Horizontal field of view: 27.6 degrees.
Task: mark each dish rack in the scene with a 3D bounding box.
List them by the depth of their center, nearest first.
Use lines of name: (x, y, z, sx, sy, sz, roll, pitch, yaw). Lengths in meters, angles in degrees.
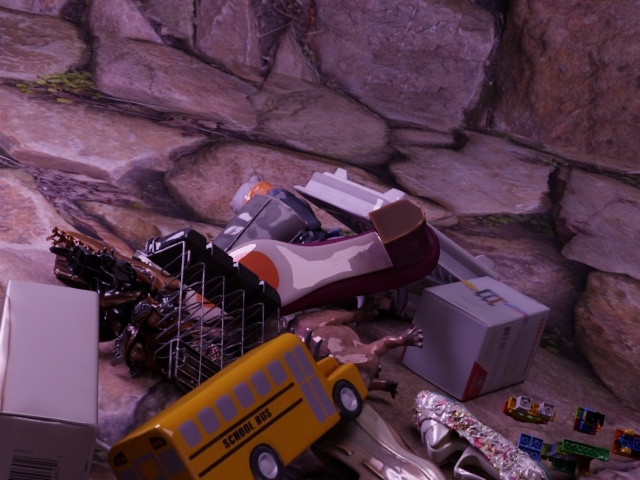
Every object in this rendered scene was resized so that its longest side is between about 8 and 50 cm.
dish rack: (-0.128, 0.126, 1.631, 0.208, 0.074, 0.272, 37, 35, -35)
dish rack: (0.139, -0.011, 2.134, 0.333, 0.072, 0.285, 35, -6, -34)

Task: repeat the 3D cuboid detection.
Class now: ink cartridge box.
ink cartridge box: (0.233, 0.142, 1.951, 0.127, 0.128, 0.176, 30, 23, 35)

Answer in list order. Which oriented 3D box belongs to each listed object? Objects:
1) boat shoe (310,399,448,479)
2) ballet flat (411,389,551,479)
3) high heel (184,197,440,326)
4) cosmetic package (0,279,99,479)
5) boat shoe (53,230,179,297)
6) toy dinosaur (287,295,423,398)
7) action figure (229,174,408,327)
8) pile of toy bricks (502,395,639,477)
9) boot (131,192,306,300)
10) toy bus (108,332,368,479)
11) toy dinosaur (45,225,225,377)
boat shoe: (0.089, 0.295, 1.494, 0.098, 0.109, 0.302, -34, 38, -11)
ballet flat: (0.186, 0.267, 1.658, 0.077, 0.091, 0.241, -29, 38, -29)
high heel: (-0.005, 0.067, 1.887, 0.377, 0.181, 0.127, -18, 60, 2)
cosmetic package: (-0.304, 0.180, 1.400, 0.113, 0.160, 0.309, 10, 19, -14)
boat shoe: (-0.296, 0.053, 1.879, 0.207, 0.073, 0.073, 22, 4, 28)
toy dinosaur: (0.006, 0.152, 1.776, 0.200, 0.127, 0.295, 0, 19, -21)
action figure: (0.000, 0.000, 2.104, 0.330, 0.179, 0.341, 34, 28, 19)
pile of toy bricks: (0.333, 0.282, 1.711, 0.212, 0.118, 0.105, 17, -18, -3)
boot: (-0.152, 0.004, 1.956, 0.189, 0.208, 0.076, 30, -22, 12)
toy bus: (-0.080, 0.206, 1.464, 0.130, 0.108, 0.332, 60, 36, -1)
toy dinosaur: (-0.268, 0.093, 1.728, 0.322, 0.164, 0.218, 17, 4, 34)
